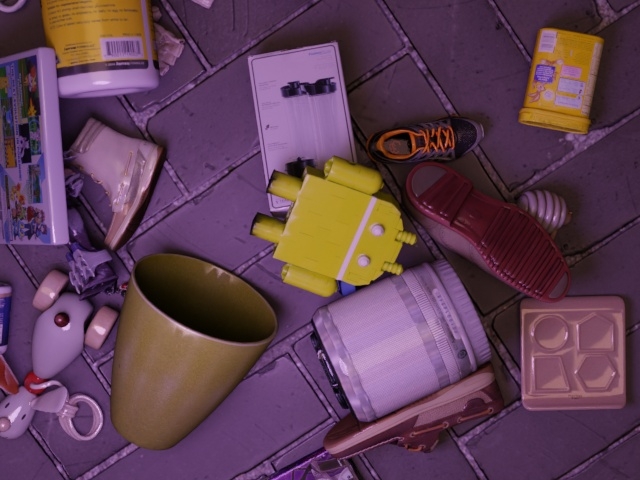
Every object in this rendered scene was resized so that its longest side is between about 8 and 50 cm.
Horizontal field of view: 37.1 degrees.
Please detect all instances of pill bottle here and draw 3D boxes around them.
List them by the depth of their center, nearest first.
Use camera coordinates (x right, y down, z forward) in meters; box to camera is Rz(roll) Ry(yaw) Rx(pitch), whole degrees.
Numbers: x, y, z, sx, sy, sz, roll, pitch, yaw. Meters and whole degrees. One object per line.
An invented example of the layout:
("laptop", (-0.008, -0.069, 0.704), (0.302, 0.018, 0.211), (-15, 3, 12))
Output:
("pill bottle", (-0.388, -0.421, 1.644), (0.187, 0.188, 0.334), (-6, 95, 2))
("pill bottle", (-0.628, 0.163, 1.775), (0.094, 0.094, 0.169), (6, 94, 2))

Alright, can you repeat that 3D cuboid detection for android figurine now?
("android figurine", (0.026, -0.019, 1.618), (0.272, 0.056, 0.248), (21, 113, -9))

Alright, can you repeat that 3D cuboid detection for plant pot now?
("plant pot", (-0.258, 0.220, 1.701), (0.274, 0.275, 0.294), (27, 109, 0))

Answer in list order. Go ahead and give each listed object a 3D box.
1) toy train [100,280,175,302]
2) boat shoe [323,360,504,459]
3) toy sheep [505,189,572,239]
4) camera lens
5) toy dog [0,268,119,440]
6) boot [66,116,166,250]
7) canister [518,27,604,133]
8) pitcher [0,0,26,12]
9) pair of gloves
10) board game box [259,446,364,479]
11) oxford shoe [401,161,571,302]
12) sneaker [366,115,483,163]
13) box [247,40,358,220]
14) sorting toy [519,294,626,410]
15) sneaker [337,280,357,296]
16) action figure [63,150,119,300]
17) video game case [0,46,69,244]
("toy train", (-0.351, 0.091, 1.795), (0.158, 0.027, 0.036), (8, 84, 2))
("boat shoe", (0.176, 0.337, 1.746), (0.342, 0.123, 0.123), (-24, 99, -7))
("toy sheep", (0.395, -0.050, 1.729), (0.132, 0.091, 0.091), (7, 94, -16))
("camera lens", (0.134, 0.176, 1.680), (0.274, 0.219, 0.219), (-24, 93, -1))
("toy dog", (-0.502, 0.223, 1.741), (0.220, 0.161, 0.334), (11, 94, 2))
("boot", (-0.395, -0.103, 1.758), (0.165, 0.077, 0.213), (24, 94, 2))
("canister", (0.435, -0.287, 1.717), (0.126, 0.073, 0.170), (11, 93, 1))
("pitcher", (-0.552, -0.530, 1.721), (0.207, 0.125, 0.178), (-32, 113, 14))
("pair of gloves", (-0.315, -0.439, 1.748), (0.204, 0.042, 0.240), (34, 95, -1))
("board game box", (0.029, 0.574, 1.806), (0.208, 0.056, 0.347), (-29, 93, 8))
("oxford shoe", (0.295, -0.009, 1.719), (0.348, 0.130, 0.123), (40, 73, 4))
("sneaker", (0.191, -0.177, 1.728), (0.214, 0.083, 0.084), (-11, 92, 1))
("box", (-0.025, -0.194, 1.697), (0.169, 0.087, 0.290), (-10, 79, 3))
("sorting toy", (0.467, 0.208, 1.772), (0.193, 0.038, 0.208), (-2, 90, 2))
("sneaker", (0.000, 0.000, 1.753), (0.090, 0.081, 0.232), (-18, 86, 6))
("action figure", (-0.459, -0.038, 1.715), (0.099, 0.185, 0.285), (-24, 83, -38))
("video game case", (-0.544, -0.157, 1.685), (0.300, 0.036, 0.329), (1, 95, 45))
